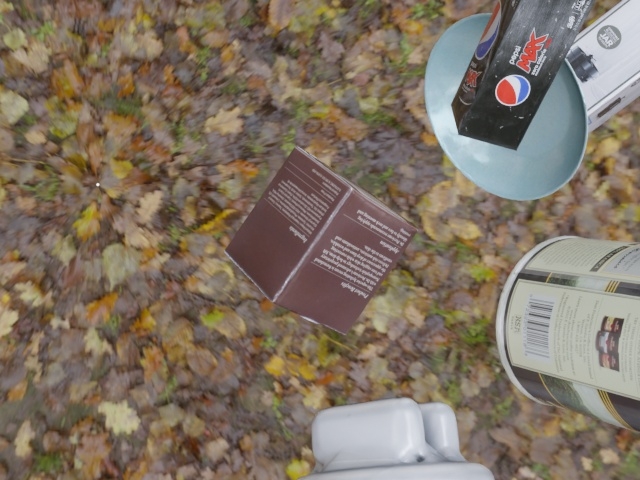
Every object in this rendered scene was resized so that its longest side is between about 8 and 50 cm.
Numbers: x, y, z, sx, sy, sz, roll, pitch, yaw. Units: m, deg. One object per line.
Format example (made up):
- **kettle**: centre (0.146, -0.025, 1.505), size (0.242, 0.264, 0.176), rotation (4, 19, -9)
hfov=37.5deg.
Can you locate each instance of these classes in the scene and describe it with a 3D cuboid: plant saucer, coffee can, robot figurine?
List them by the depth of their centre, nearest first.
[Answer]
- **robot figurine**: centre (0.073, 0.328, 0.871), size (0.300, 0.200, 0.353), rotation (15, 65, -51)
- **plant saucer**: centre (0.190, -0.136, 0.942), size (0.037, 0.195, 0.195), rotation (-31, 101, -37)
- **coffee can**: centre (0.345, 0.101, 0.974), size (0.202, 0.275, 0.201), rotation (-2, 95, -27)

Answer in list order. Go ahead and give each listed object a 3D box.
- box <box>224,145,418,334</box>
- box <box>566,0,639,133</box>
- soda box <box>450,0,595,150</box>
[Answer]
- **box**: centre (0.000, 0.000, 1.430), size (0.168, 0.167, 0.203), rotation (30, 98, -43)
- **box**: centre (0.400, -0.246, 1.163), size (0.290, 0.169, 0.087), rotation (-38, 79, 14)
- **soda box**: centre (0.165, -0.160, 0.769), size (0.060, 0.053, 0.169), rotation (14, 125, -11)
